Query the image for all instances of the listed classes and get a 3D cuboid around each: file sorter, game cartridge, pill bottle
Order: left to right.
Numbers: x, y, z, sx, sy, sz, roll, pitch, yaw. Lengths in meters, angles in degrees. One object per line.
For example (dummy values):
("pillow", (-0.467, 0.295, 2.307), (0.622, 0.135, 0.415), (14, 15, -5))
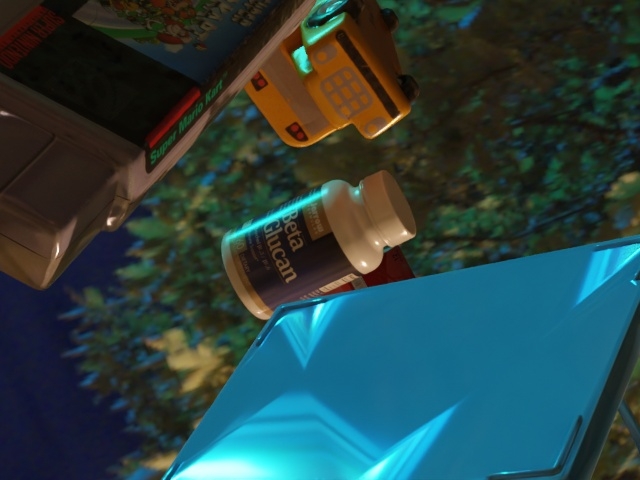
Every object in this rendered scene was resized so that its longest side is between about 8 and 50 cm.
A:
("game cartridge", (-0.146, -0.136, 0.821), (0.230, 0.355, 0.068), (25, -49, 8))
("pill bottle", (0.000, 0.000, 1.404), (0.169, 0.094, 0.094), (-26, -95, 16))
("file sorter", (0.050, 0.084, 0.524), (0.170, 0.118, 0.104), (-13, -60, 37))

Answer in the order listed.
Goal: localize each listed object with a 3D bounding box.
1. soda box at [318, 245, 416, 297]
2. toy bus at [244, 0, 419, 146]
("soda box", (0.089, 0.144, 1.531), (0.092, 0.083, 0.263), (-28, -90, 54))
("toy bus", (-0.003, -0.188, 1.371), (0.130, 0.333, 0.108), (-31, -65, 12))
